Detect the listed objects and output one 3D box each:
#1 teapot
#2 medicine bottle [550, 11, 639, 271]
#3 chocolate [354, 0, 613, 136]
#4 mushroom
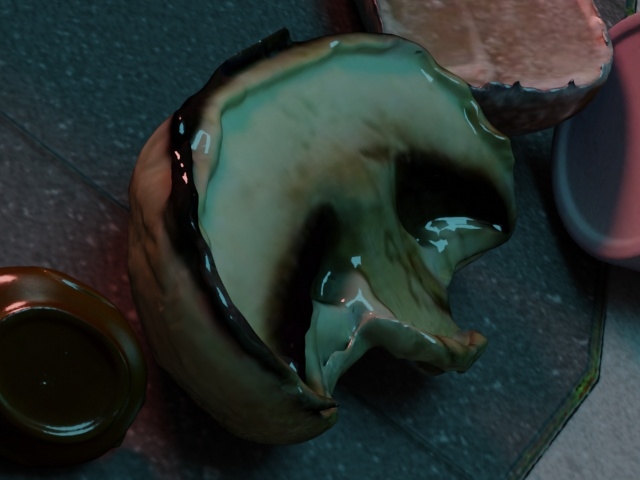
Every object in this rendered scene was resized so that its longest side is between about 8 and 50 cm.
[{"bbox_3d":[-0.145,0.067,0.776,0.129,0.078,0.098,31,80,-25],"label":"teapot"},{"bbox_3d":[0.389,-0.043,1.186,0.388,0.219,0.219,10,47,-31],"label":"medicine bottle"},{"bbox_3d":[0.110,-0.186,1.178,0.185,0.100,0.303,-4,47,-9],"label":"chocolate"},{"bbox_3d":[-0.002,0.001,0.915,0.247,0.130,0.344,51,39,-13],"label":"mushroom"}]
